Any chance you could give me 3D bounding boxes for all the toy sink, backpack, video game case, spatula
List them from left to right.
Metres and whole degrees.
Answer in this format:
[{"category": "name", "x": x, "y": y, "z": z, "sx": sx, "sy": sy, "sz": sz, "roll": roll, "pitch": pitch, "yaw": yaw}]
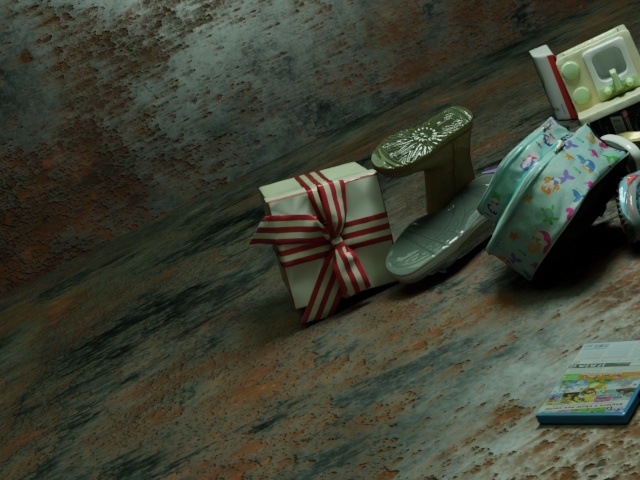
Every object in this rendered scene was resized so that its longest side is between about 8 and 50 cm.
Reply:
[{"category": "spatula", "x": 0.498, "y": -0.214, "z": 2.243, "sx": 0.296, "sy": 0.030, "sz": 0.084, "roll": -35, "pitch": 19, "yaw": -33}, {"category": "backpack", "x": 0.375, "y": -0.066, "z": 1.583, "sx": 0.253, "sy": 0.191, "sz": 0.225, "roll": -48, "pitch": -14, "yaw": -41}, {"category": "toy sink", "x": 0.564, "y": -0.339, "z": 1.904, "sx": 0.152, "sy": 0.131, "sz": 0.234, "roll": -24, "pitch": 11, "yaw": 21}, {"category": "video game case", "x": 0.356, "y": 0.175, "z": 1.194, "sx": 0.119, "sy": 0.015, "sz": 0.166, "roll": -10, "pitch": 21, "yaw": 43}]

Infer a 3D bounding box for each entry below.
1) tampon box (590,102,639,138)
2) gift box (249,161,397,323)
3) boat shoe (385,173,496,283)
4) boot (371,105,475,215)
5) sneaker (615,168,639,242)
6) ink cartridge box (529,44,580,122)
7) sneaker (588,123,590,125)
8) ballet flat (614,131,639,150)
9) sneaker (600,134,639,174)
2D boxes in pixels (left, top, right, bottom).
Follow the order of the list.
[{"category": "tampon box", "x": 0.644, "y": -0.236, "z": 1.913, "sx": 0.161, "sy": 0.121, "sz": 0.101, "roll": -31, "pitch": 15, "yaw": -21}, {"category": "gift box", "x": 0.000, "y": 0.000, "z": 1.906, "sx": 0.276, "sy": 0.255, "sz": 0.258, "roll": -20, "pitch": 13, "yaw": -5}, {"category": "boat shoe", "x": 0.259, "y": -0.008, "z": 1.838, "sx": 0.320, "sy": 0.103, "sz": 0.118, "roll": -39, "pitch": 39, "yaw": -26}, {"category": "boot", "x": 0.220, "y": -0.105, "z": 1.881, "sx": 0.236, "sy": 0.270, "sz": 0.089, "roll": -27, "pitch": 46, "yaw": -15}, {"category": "sneaker", "x": 0.574, "y": -0.084, "z": 1.555, "sx": 0.125, "sy": 0.104, "sz": 0.262, "roll": -7, "pitch": 24, "yaw": 44}, {"category": "ink cartridge box", "x": 0.588, "y": -0.384, "z": 2.384, "sx": 0.056, "sy": 0.181, "sz": 0.225, "roll": -21, "pitch": 17, "yaw": 16}, {"category": "sneaker", "x": 0.636, "y": -0.262, "z": 2.118, "sx": 0.086, "sy": 0.064, "sz": 0.192, "roll": -27, "pitch": 11, "yaw": 14}, {"category": "ballet flat", "x": 0.615, "y": -0.166, "z": 1.793, "sx": 0.232, "sy": 0.080, "sz": 0.073, "roll": -8, "pitch": 24, "yaw": 42}, {"category": "sneaker", "x": 0.489, "y": -0.121, "z": 1.828, "sx": 0.146, "sy": 0.105, "sz": 0.295, "roll": -32, "pitch": 10, "yaw": -16}]
